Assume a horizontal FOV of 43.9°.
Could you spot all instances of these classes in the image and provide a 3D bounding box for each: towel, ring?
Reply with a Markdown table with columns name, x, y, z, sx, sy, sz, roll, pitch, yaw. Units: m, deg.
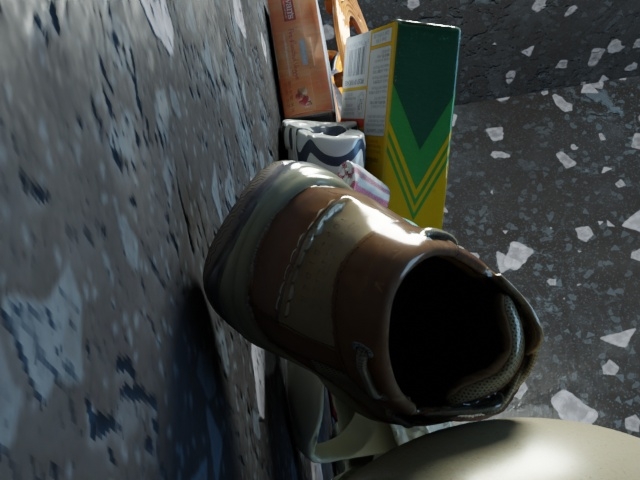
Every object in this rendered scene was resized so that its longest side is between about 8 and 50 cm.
| name | x | y | z | sx | sy | sz | roll | pitch | yaw |
| --- | --- | --- | --- | --- | --- | --- | --- | --- | --- |
| towel | 0.030 | 0.028 | 0.788 | 0.144 | 0.029 | 0.197 | 15 | 88 | -72 |
| ring | 0.065 | -0.245 | 1.267 | 0.336 | 0.032 | 0.336 | -13 | 90 | -75 |

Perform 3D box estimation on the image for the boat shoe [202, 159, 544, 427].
| name | x | y | z | sx | sy | sz | roll | pitch | yaw |
| --- | --- | --- | --- | --- | --- | --- | --- | --- | --- |
| boat shoe | 0.066 | 0.063 | 0.472 | 0.324 | 0.116 | 0.123 | 29 | 83 | -53 |

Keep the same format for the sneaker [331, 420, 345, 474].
| name | x | y | z | sx | sy | sz | roll | pitch | yaw |
| --- | --- | --- | --- | --- | --- | --- | --- | --- | --- |
| sneaker | 0.064 | 0.330 | 0.979 | 0.227 | 0.087 | 0.130 | 58 | -36 | 8 |

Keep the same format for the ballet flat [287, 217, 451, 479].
| name | x | y | z | sx | sy | sz | roll | pitch | yaw |
| --- | --- | --- | --- | --- | --- | --- | --- | --- | --- |
| ballet flat | 0.042 | 0.171 | 0.675 | 0.147 | 0.147 | 0.408 | -90 | 169 | -68 |

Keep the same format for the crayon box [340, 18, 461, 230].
| name | x | y | z | sx | sy | sz | roll | pitch | yaw |
| --- | --- | --- | --- | --- | --- | --- | --- | --- | --- |
| crayon box | 0.081 | -0.089 | 0.970 | 0.203 | 0.083 | 0.322 | -147 | -119 | -74 |

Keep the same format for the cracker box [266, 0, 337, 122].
| name | x | y | z | sx | sy | sz | roll | pitch | yaw |
| --- | --- | --- | --- | --- | --- | --- | --- | --- | --- |
| cracker box | -0.018 | -0.220 | 1.081 | 0.232 | 0.067 | 0.155 | 54 | 27 | -84 |

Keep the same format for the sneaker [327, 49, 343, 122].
| name | x | y | z | sx | sy | sz | roll | pitch | yaw |
| --- | --- | --- | --- | --- | --- | --- | --- | --- | --- |
| sneaker | 0.028 | -0.232 | 1.371 | 0.321 | 0.125 | 0.180 | 34 | 49 | -85 |

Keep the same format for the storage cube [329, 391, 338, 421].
| name | x | y | z | sx | sy | sz | roll | pitch | yaw |
| --- | --- | --- | --- | --- | --- | --- | --- | --- | --- |
| storage cube | 0.102 | 0.152 | 1.133 | 0.215 | 0.184 | 0.193 | 71 | 10 | -69 |

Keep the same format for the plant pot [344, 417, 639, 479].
| name | x | y | z | sx | sy | sz | roll | pitch | yaw |
| --- | --- | --- | --- | --- | --- | --- | --- | --- | --- |
| plant pot | 0.084 | 0.211 | 0.411 | 0.191 | 0.284 | 0.284 | 33 | 35 | -34 |

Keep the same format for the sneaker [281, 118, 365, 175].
| name | x | y | z | sx | sy | sz | roll | pitch | yaw |
| --- | --- | --- | --- | --- | --- | --- | --- | --- | --- |
| sneaker | 0.004 | -0.057 | 0.909 | 0.235 | 0.094 | 0.153 | -129 | -140 | -73 |
